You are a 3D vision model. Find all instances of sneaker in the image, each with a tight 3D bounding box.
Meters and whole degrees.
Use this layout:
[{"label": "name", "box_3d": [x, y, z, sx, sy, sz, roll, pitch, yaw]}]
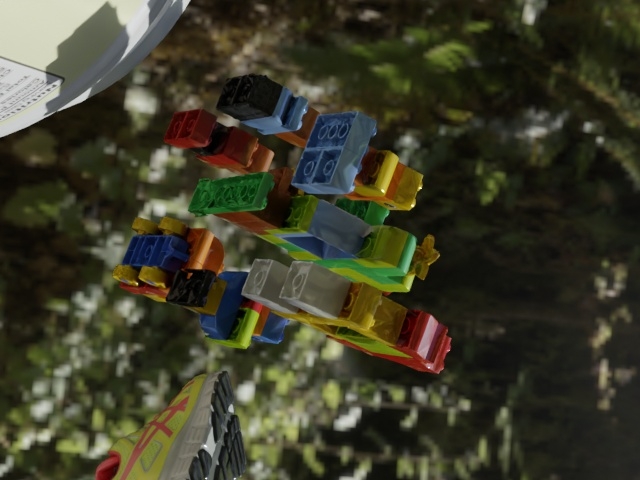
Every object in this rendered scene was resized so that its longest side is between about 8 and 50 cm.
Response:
[{"label": "sneaker", "box_3d": [-0.112, 0.154, 1.085, 0.208, 0.094, 0.081, -61, 141, -70]}]

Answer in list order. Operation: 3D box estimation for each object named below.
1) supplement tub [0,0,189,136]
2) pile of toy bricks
[{"label": "supplement tub", "box_3d": [-0.166, -0.148, 0.471, 0.325, 0.236, 0.235, 1, 96, -79]}, {"label": "pile of toy bricks", "box_3d": [0.000, 0.000, 0.668, 0.212, 0.105, 0.118, 2, -112, 60]}]
